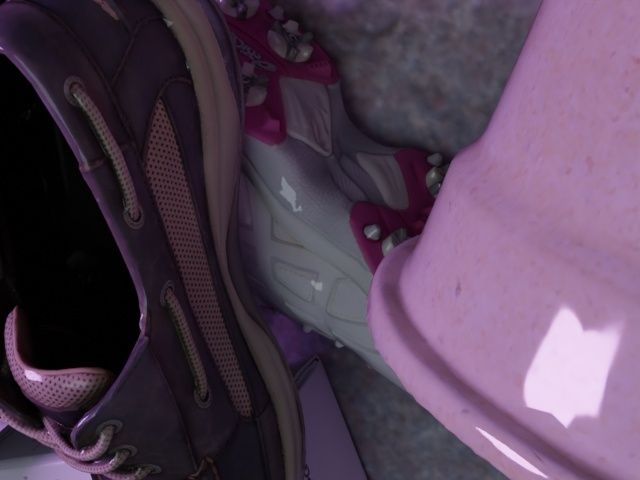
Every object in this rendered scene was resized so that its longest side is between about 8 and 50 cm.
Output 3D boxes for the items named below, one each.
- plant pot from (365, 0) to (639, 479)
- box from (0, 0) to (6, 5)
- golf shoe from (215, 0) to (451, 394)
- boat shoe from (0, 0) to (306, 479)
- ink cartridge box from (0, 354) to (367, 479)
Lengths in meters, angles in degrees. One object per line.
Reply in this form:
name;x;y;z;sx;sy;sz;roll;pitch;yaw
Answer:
plant pot;0.211;-0.079;0.397;0.334;0.334;0.305;18;108;16
box;-0.329;-0.058;0.706;0.343;0.179;0.312;31;122;9
golf shoe;0.000;0.000;0.637;0.306;0.115;0.140;47;132;7
boat shoe;-0.103;0.046;0.567;0.132;0.130;0.355;4;113;34
ink cartridge box;-0.088;0.183;0.755;0.237;0.100;0.171;-12;107;29
